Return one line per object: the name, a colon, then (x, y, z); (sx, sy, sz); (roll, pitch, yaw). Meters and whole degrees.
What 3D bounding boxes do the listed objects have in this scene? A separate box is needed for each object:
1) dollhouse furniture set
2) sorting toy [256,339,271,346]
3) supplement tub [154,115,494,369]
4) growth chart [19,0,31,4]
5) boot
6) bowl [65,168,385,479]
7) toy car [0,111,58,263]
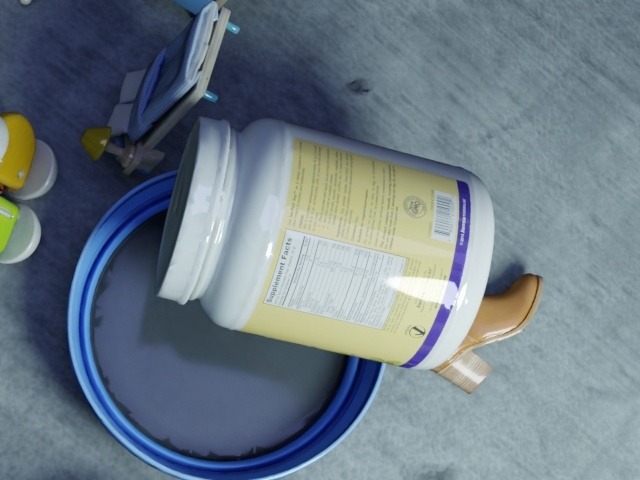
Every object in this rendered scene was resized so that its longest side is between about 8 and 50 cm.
dollhouse furniture set: (-0.192, -0.270, 1.301); (0.198, 0.286, 0.303); (27, 57, -21)
sorting toy: (-0.107, 0.113, 1.437); (0.083, 0.012, 0.062); (-6, 79, -17)
supplement tub: (0.000, 0.000, 1.279); (0.331, 0.241, 0.241); (14, 78, -12)
growth chart: (-0.377, -0.411, 1.439); (0.172, 0.021, 0.237); (-33, 91, -17)
boot: (0.191, 0.083, 1.500); (0.152, 0.073, 0.197); (40, 70, -3)
bowl: (-0.113, 0.101, 1.390); (0.391, 0.077, 0.391); (4, 75, -15)
toy car: (-0.402, -0.064, 1.326); (0.136, 0.159, 0.182); (8, 77, 20)
